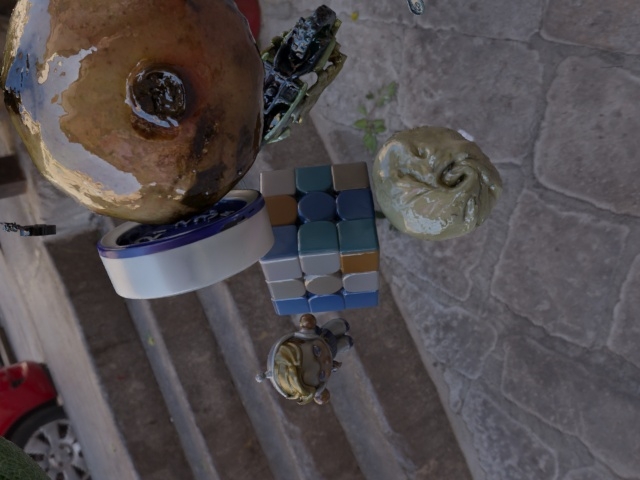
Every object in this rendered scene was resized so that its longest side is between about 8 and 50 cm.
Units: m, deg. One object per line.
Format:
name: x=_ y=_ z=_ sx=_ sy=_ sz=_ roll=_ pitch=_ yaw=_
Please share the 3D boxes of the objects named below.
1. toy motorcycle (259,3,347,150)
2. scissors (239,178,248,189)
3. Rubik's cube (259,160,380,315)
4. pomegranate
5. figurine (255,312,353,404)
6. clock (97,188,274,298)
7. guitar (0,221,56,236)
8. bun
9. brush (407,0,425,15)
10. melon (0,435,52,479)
toy motorcycle: x=-0.084 y=-0.349 z=1.242 sx=0.169 sy=0.237 sz=0.410 roll=38 pitch=114 yaw=-3
scissors: x=-0.213 y=-0.171 z=1.374 sx=0.100 sy=0.015 sz=0.189 roll=-36 pitch=83 yaw=38
Rubik's cube: x=0.000 y=0.000 z=1.687 sx=0.347 sy=0.344 sz=0.346 roll=80 pitch=-176 yaw=-53
pomegranate: x=-0.216 y=-0.177 z=0.659 sx=0.322 sy=0.322 sz=0.322 roll=29 pitch=129 yaw=44
figurine: x=-0.021 y=0.245 z=1.210 sx=0.133 sy=0.274 sz=0.194 roll=-7 pitch=119 yaw=29
clock: x=-0.180 y=0.000 z=0.747 sx=0.230 sy=0.230 sz=0.083 roll=9 pitch=122 yaw=52
guitar: x=-0.818 y=-0.030 z=1.502 sx=0.271 sy=0.084 sz=0.038 roll=-177 pitch=84 yaw=-82
bun: x=0.319 y=-0.159 z=1.505 sx=0.362 sy=0.326 sz=0.234 roll=33 pitch=178 yaw=-3
brush: x=0.194 y=-0.685 z=1.347 sx=0.068 sy=0.060 sz=0.297 roll=25 pitch=156 yaw=45
melon: x=-0.644 y=0.429 z=0.949 sx=0.343 sy=0.226 sz=0.331 roll=32 pitch=164 yaw=24
